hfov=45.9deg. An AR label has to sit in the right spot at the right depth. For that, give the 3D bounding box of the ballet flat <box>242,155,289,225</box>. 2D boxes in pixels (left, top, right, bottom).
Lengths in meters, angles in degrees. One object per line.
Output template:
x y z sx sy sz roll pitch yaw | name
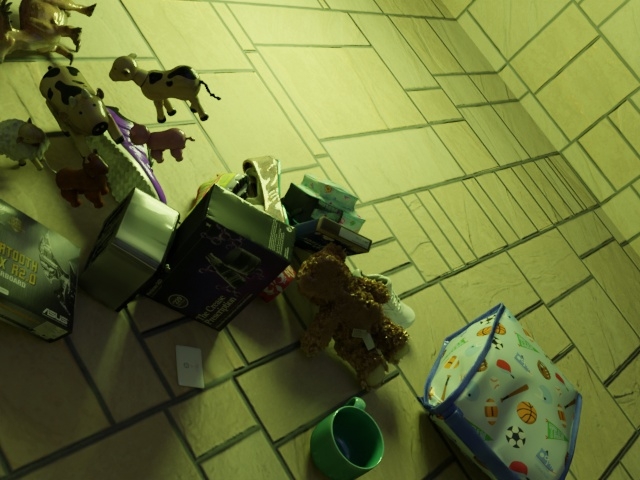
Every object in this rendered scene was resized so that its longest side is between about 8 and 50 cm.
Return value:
-0.139 -0.075 1.749 0.106 0.108 0.316 5 45 -16 | ballet flat

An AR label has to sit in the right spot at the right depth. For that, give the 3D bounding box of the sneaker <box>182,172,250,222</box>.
-0.245 -0.082 1.666 0.094 0.081 0.208 18 42 24 | sneaker

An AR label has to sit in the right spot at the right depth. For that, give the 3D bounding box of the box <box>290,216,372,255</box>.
0.000 0.000 1.726 0.136 0.225 0.037 25 73 -26 | box

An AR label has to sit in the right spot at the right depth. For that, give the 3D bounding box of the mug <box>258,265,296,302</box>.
-0.155 0.056 1.616 0.169 0.150 0.113 45 0 -9 | mug

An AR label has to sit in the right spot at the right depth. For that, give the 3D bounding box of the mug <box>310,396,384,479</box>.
0.052 0.398 1.481 0.129 0.097 0.157 54 37 11 | mug

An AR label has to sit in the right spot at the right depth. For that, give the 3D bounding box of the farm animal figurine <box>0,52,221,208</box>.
-0.404 -0.240 1.385 0.326 0.172 0.330 27 61 28 | farm animal figurine

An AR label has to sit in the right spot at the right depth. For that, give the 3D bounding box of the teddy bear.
0.063 0.171 1.661 0.338 0.113 0.245 36 76 -19 | teddy bear

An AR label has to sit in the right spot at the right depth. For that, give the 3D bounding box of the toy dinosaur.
-0.613 -0.485 1.637 0.200 0.127 0.296 23 37 -18 | toy dinosaur

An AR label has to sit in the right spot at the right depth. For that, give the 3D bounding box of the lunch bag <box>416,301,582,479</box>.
0.404 0.387 1.723 0.328 0.239 0.385 46 30 -3 | lunch bag

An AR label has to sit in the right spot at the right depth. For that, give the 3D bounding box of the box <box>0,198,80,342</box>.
-0.504 0.041 1.240 0.231 0.056 0.183 42 31 -45 | box

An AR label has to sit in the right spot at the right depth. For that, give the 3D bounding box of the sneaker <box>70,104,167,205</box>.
-0.389 -0.176 1.578 0.293 0.102 0.146 52 36 7 | sneaker

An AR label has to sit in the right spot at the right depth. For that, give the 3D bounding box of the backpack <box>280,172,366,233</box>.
0.015 -0.070 1.821 0.188 0.144 0.166 33 -2 -30 | backpack

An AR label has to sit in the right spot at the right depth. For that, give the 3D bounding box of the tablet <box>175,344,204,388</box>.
-0.245 0.237 1.418 0.054 0.006 0.083 16 46 -34 | tablet

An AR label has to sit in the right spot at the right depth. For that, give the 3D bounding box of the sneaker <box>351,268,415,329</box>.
0.147 0.141 1.793 0.232 0.115 0.090 26 41 -25 | sneaker

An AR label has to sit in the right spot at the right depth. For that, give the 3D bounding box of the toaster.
-0.344 0.014 1.380 0.110 0.185 0.168 34 39 -24 | toaster

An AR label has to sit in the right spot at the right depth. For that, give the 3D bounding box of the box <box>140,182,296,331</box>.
-0.196 0.040 1.434 0.184 0.261 0.103 31 40 -19 | box
